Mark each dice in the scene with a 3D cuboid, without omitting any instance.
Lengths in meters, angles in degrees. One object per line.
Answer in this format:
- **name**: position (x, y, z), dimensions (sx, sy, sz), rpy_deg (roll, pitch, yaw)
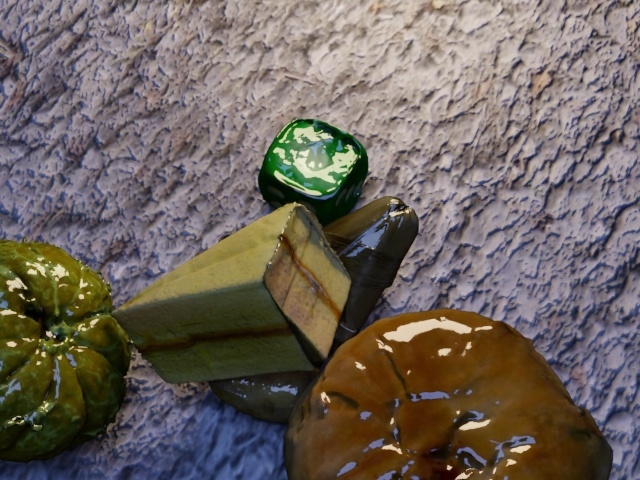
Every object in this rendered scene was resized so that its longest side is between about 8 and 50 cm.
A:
- **dice**: position (-0.010, -0.097, 1.600), dimensions (0.131, 0.120, 0.128), rpy_deg (25, 69, 15)

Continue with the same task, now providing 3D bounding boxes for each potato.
- **potato**: position (-0.077, 0.193, 1.485), dimensions (0.171, 0.080, 0.107), rpy_deg (12, 74, 15)

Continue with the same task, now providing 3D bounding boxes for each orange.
- **orange**: position (-0.402, 0.143, 1.412), dimensions (0.300, 0.223, 0.301), rpy_deg (-17, 84, -53)

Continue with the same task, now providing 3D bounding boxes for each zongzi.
- **zongzi**: position (0.000, 0.000, 1.532), dimensions (0.242, 0.112, 0.221), rpy_deg (33, 92, 15)

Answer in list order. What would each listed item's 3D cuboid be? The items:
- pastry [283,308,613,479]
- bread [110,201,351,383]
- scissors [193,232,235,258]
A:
- **pastry**: position (0.153, 0.280, 1.343), dimensions (0.410, 0.245, 0.409), rpy_deg (-1, 54, 2)
- **bread**: position (-0.115, 0.072, 1.419), dimensions (0.264, 0.167, 0.163), rpy_deg (-10, 38, 29)
- **scissors**: position (-0.096, 0.084, 1.572), dimensions (0.088, 0.017, 0.220), rpy_deg (-35, 69, -18)
